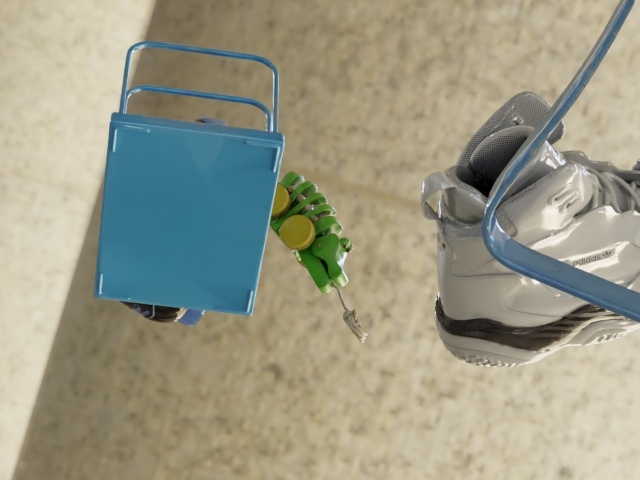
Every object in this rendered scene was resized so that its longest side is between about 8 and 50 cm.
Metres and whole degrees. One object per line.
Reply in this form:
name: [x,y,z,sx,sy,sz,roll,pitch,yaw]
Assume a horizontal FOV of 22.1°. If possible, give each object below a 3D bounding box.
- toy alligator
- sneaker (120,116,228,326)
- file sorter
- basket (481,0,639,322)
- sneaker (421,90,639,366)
toy alligator: [0.000,0.000,1.349,0.189,0.051,0.056,52,-1,26]
sneaker: [-0.154,-0.028,1.731,0.090,0.232,0.081,17,-17,-33]
file sorter: [-0.095,-0.045,1.190,0.118,0.170,0.104,7,42,-6]
basket: [0.260,-0.027,0.880,0.289,0.254,0.201,26,38,-7]
sneaker: [0.260,-0.030,1.421,0.366,0.210,0.137,-19,41,1]
